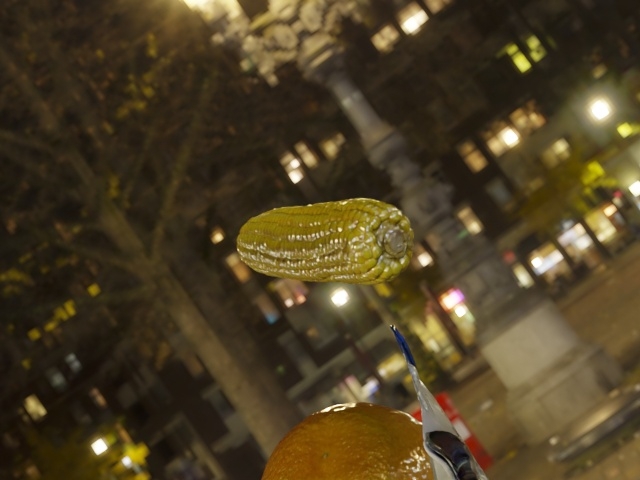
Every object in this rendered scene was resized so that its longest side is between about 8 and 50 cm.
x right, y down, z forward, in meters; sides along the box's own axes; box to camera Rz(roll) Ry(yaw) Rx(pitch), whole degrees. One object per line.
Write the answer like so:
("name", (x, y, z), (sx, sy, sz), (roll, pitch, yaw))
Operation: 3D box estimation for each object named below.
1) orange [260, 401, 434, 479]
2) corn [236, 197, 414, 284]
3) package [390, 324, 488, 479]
("orange", (0.039, 0.240, 1.153), (0.206, 0.206, 0.206), (-35, -6, -5))
("corn", (0.000, 0.000, 1.277), (0.080, 0.080, 0.231), (-31, 19, -31))
("package", (0.074, 0.145, 0.570), (0.027, 0.171, 0.173), (-23, 36, -2))
